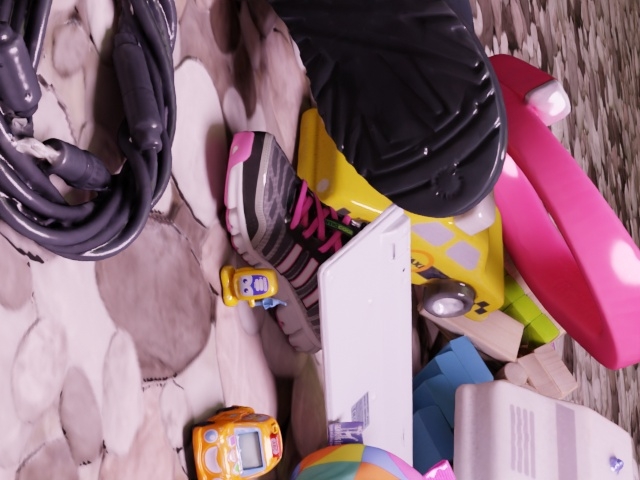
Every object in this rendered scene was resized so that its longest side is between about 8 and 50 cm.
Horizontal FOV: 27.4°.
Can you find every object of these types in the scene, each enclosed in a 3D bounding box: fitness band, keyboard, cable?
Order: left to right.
[{"bbox_3d":[-0.092,-0.081,0.557,0.184,0.047,0.151,-66,145,-55],"label":"cable"},{"bbox_3d":[0.028,0.096,0.770,0.072,0.014,0.256,-35,138,-33],"label":"keyboard"},{"bbox_3d":[0.159,-0.025,0.918,0.209,0.054,0.291,62,0,-18],"label":"fitness band"}]

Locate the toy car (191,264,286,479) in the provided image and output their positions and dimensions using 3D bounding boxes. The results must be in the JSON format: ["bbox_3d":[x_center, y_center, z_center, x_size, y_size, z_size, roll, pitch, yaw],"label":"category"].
[{"bbox_3d":[-0.039,0.067,0.671,0.060,0.040,0.122,28,58,-67],"label":"toy car"}]

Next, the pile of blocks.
[{"bbox_3d":[0.110,0.125,1.018,0.149,0.113,0.362,33,45,-5],"label":"pile of blocks"}]

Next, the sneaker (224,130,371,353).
[{"bbox_3d":[0.000,0.000,0.749,0.063,0.074,0.170,-77,153,-43],"label":"sneaker"}]

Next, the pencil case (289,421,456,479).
[{"bbox_3d":[0.002,0.199,0.666,0.236,0.104,0.104,-63,142,-55],"label":"pencil case"}]

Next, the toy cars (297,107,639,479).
[{"bbox_3d":[0.125,0.066,0.869,0.176,0.087,0.394,-36,99,-52],"label":"toy cars"}]

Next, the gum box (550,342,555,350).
[{"bbox_3d":[0.189,0.172,1.246,0.107,0.062,0.188,11,74,-70],"label":"gum box"}]

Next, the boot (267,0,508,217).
[{"bbox_3d":[0.056,-0.116,0.793,0.246,0.094,0.207,56,20,18],"label":"boot"}]
